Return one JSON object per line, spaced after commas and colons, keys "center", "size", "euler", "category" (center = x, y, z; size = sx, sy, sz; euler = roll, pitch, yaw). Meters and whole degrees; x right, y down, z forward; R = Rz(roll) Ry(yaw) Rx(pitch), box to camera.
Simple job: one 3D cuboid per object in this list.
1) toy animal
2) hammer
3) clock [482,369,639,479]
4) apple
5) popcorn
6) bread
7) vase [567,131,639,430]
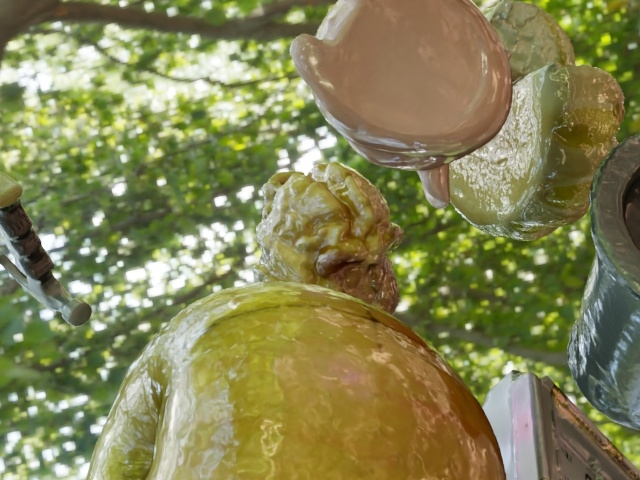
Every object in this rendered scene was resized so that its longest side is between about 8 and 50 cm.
{"center": [0.085, -0.156, 1.041], "size": [0.256, 0.213, 0.195], "euler": [-37, -29, -86], "category": "toy animal"}
{"center": [-0.377, 0.003, 1.308], "size": [0.159, 0.041, 0.226], "euler": [31, 150, 30], "category": "hammer"}
{"center": [0.195, 0.228, 0.781], "size": [0.186, 0.083, 0.253], "euler": [45, -159, -10], "category": "clock"}
{"center": [-0.017, 0.160, 0.651], "size": [0.233, 0.286, 0.286], "euler": [24, -144, -21], "category": "apple"}
{"center": [0.000, 0.000, 1.582], "size": [0.332, 0.225, 0.264], "euler": [-108, 23, -44], "category": "popcorn"}
{"center": [0.267, -0.151, 1.353], "size": [0.333, 0.160, 0.332], "euler": [178, 90, -67], "category": "bread"}
{"center": [0.370, 0.055, 1.068], "size": [0.291, 0.245, 0.245], "euler": [89, 175, -56], "category": "vase"}
